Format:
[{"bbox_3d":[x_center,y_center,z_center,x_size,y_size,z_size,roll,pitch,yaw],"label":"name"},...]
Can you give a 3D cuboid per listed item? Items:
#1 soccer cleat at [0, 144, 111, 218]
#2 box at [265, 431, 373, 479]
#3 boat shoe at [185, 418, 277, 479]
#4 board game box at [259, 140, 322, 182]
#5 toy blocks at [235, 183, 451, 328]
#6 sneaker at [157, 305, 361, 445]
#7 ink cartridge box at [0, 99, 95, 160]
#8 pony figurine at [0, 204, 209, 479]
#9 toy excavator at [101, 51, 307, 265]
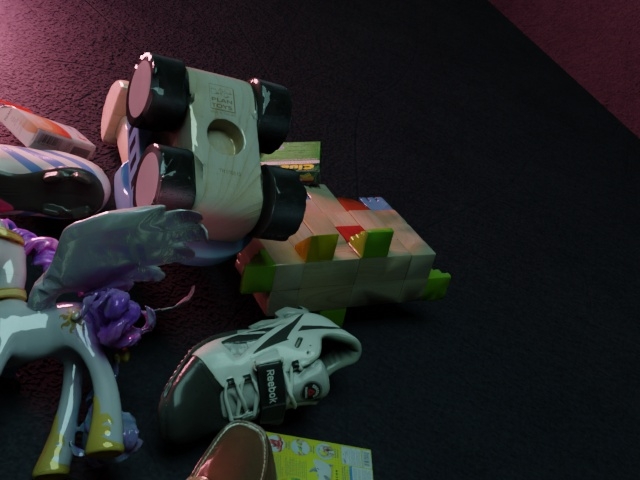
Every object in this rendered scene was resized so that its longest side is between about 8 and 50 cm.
[{"bbox_3d":[-0.500,-0.096,1.318,0.331,0.116,0.143,9,15,-11],"label":"soccer cleat"},{"bbox_3d":[-0.019,0.318,1.109,0.179,0.043,0.105,15,39,-14],"label":"box"},{"bbox_3d":[-0.122,0.334,0.947,0.123,0.117,0.324,13,43,4],"label":"boat shoe"},{"bbox_3d":[-0.128,-0.140,1.518,0.259,0.030,0.136,-1,27,3],"label":"board game box"},{"bbox_3d":[0.000,0.000,1.410,0.381,0.191,0.261,-3,33,-27],"label":"toy blocks"},{"bbox_3d":[-0.070,0.185,1.140,0.146,0.123,0.330,15,30,37],"label":"sneaker"},{"bbox_3d":[-0.493,-0.209,1.436,0.179,0.045,0.145,43,12,22],"label":"ink cartridge box"},{"bbox_3d":[-0.322,0.107,1.056,0.350,0.303,0.364,0,58,-14],"label":"pony figurine"},{"bbox_3d":[-0.246,-0.135,1.320,0.222,0.445,0.433,7,64,-33],"label":"toy excavator"}]
